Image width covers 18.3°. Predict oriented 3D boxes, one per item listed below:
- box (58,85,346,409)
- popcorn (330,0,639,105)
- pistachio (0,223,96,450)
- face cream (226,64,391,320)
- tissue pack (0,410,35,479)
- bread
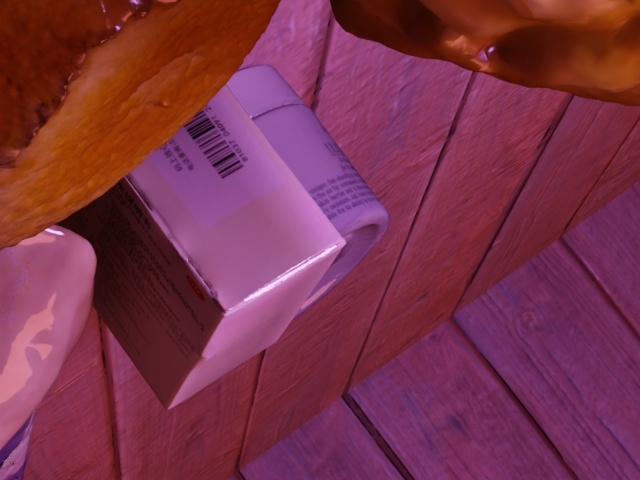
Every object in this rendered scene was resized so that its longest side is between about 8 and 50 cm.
[{"bbox_3d":[-0.100,-0.030,1.184,0.095,0.212,0.168,-32,168,-25],"label":"box"},{"bbox_3d":[0.143,-0.236,0.850,0.344,0.390,0.354,-31,-143,34],"label":"popcorn"},{"bbox_3d":[-0.258,0.061,1.170,0.299,0.187,0.187,-50,165,24],"label":"pistachio"},{"bbox_3d":[-0.057,-0.021,1.508,0.177,0.153,0.177,-37,170,-8],"label":"face cream"},{"bbox_3d":[-0.332,0.161,1.454,0.242,0.125,0.343,-33,166,-23],"label":"tissue pack"},{"bbox_3d":[-0.132,-0.107,0.951,0.268,0.145,0.268,-39,172,-6],"label":"bread"}]
